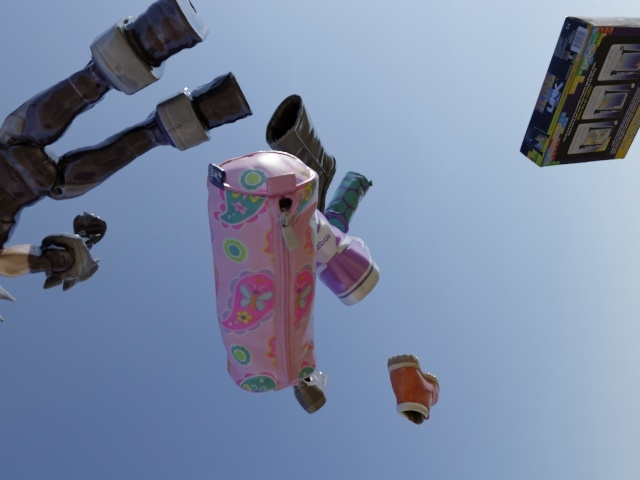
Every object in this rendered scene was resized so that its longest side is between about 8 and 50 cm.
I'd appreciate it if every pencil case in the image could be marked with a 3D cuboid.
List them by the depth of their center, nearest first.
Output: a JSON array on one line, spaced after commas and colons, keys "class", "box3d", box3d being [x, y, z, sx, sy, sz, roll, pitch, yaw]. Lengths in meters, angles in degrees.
[{"class": "pencil case", "box3d": [-0.061, 0.040, 0.580, 0.124, 0.124, 0.284, -31, -48, -46]}, {"class": "pencil case", "box3d": [0.055, -0.078, 1.052, 0.070, 0.064, 0.152, 60, -138, -33]}]

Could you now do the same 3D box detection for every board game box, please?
[{"class": "board game box", "box3d": [0.338, -0.180, 0.610, 0.141, 0.048, 0.170, -8, -51, -18]}]

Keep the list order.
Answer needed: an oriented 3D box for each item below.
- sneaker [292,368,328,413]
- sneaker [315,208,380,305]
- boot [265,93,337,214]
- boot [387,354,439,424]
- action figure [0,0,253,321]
[{"class": "sneaker", "box3d": [-0.026, 0.277, 1.000, 0.066, 0.188, 0.071, -35, -86, -5]}, {"class": "sneaker", "box3d": [0.001, -0.001, 0.819, 0.161, 0.282, 0.102, 43, -93, -9]}, {"class": "boot", "box3d": [-0.040, -0.127, 0.896, 0.208, 0.076, 0.190, 50, -127, -69]}, {"class": "boot", "box3d": [0.142, 0.235, 0.743, 0.158, 0.059, 0.085, 46, -149, -48]}, {"class": "action figure", "box3d": [-0.190, -0.057, 0.347, 0.285, 0.099, 0.185, -29, -55, 0]}]
